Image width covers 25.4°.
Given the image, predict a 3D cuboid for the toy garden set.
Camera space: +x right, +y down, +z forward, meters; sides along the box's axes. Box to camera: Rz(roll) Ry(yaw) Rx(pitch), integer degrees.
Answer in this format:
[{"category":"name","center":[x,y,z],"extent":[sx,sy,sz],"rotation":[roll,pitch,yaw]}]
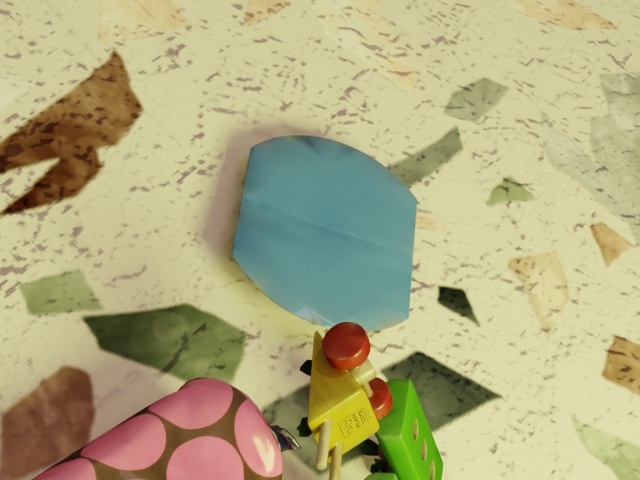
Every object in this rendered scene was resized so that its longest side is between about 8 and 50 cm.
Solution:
[{"category":"toy garden set","center":[0.014,0.188,0.837],"extent":[0.049,0.204,0.244],"rotation":[-1,51,19]}]

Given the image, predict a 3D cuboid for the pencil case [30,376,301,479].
[{"category":"pencil case","center":[-0.114,0.162,0.819],"extent":[0.209,0.095,0.098],"rotation":[-29,94,-37]}]

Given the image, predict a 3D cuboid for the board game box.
[{"category":"board game box","center":[0.000,0.000,1.019],"extent":[0.133,0.033,0.168],"rotation":[18,49,-14]}]
